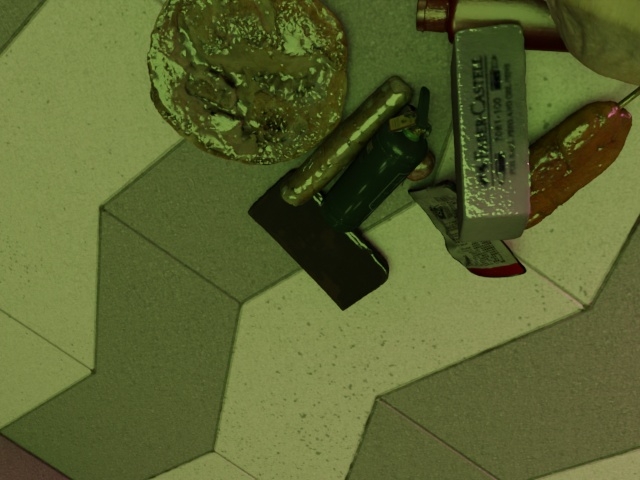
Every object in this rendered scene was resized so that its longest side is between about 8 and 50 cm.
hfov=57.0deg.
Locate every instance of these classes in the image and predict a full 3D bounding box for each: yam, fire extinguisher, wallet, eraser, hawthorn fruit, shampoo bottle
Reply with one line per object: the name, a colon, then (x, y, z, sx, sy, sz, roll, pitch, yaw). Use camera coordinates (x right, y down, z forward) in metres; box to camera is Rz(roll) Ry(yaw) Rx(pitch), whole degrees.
yam: (0.046, -0.182, 1.114, 0.317, 0.067, 0.071, -42, 57, 22)
fire extinguisher: (0.108, -0.138, 1.076, 0.095, 0.114, 0.311, 14, 145, -24)
wallet: (0.000, 0.000, 1.249, 0.309, 0.042, 0.165, 47, 118, -6)
eraser: (0.281, -0.167, 0.977, 0.111, 0.077, 0.352, -5, 99, 4)
hawthorn fruit: (0.173, -0.137, 1.121, 0.067, 0.067, 0.103, 36, 133, -4)
shampoo bottle: (0.289, -0.367, 0.964, 0.260, 0.064, 0.102, 8, 125, 12)

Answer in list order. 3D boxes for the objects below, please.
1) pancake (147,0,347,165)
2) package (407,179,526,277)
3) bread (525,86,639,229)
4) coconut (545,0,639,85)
pancake: (-0.133, -0.317, 1.100, 0.387, 0.082, 0.387, 4, 118, 7)
package: (0.271, -0.016, 1.125, 0.239, 0.030, 0.154, 50, 159, -13)
bread: (0.417, -0.140, 1.035, 0.124, 0.084, 0.344, 30, 122, -22)
coconut: (0.484, -0.402, 0.722, 0.344, 0.415, 0.415, 34, 123, 23)
